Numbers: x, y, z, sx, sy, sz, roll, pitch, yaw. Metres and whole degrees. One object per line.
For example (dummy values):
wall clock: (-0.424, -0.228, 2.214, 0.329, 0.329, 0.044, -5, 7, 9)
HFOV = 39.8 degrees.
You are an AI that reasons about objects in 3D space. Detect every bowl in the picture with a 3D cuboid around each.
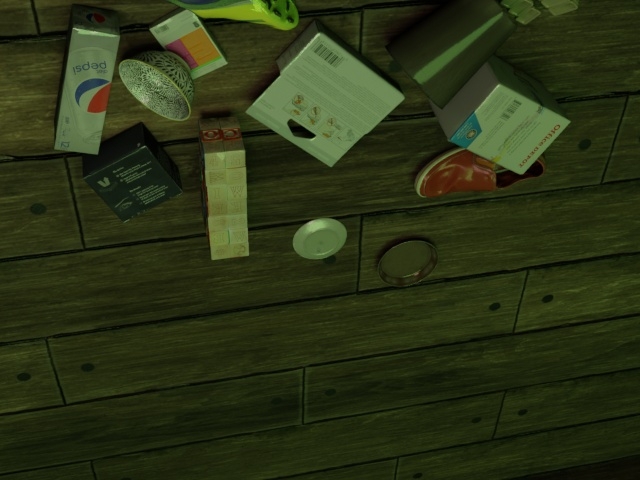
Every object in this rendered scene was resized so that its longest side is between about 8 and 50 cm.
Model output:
bowl: (-0.313, -0.328, 1.776, 0.170, 0.080, 0.170, 26, 157, 12)

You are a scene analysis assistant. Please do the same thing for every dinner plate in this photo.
dinner plate: (0.000, 0.000, 2.243, 0.141, 0.017, 0.141, -8, 135, -8)

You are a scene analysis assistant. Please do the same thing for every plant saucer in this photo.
plant saucer: (0.230, 0.055, 2.354, 0.169, 0.029, 0.168, -8, 133, -9)

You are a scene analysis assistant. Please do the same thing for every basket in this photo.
basket: (0.281, -0.415, 1.847, 0.227, 0.154, 0.204, -41, 137, 17)

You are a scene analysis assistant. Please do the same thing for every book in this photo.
book: (-0.265, -0.397, 1.779, 0.096, 0.035, 0.144, -25, 134, 11)

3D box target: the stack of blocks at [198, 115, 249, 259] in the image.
stack of blocks: (-0.217, -0.125, 1.951, 0.087, 0.171, 0.297, -7, 133, -11)

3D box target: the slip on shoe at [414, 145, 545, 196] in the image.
slip on shoe: (0.390, -0.168, 2.143, 0.332, 0.101, 0.123, -13, 136, -2)

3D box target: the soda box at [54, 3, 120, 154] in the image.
soda box: (-0.466, -0.314, 1.751, 0.091, 0.098, 0.286, 5, 130, -21)

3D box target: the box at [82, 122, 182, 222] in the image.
box: (-0.410, -0.147, 1.927, 0.156, 0.093, 0.158, -26, 135, 8)

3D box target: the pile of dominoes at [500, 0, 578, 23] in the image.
pile of dominoes: (0.430, -0.545, 1.798, 0.196, 0.040, 0.251, -9, 150, 45)

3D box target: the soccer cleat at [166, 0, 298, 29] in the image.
soccer cleat: (-0.170, -0.464, 1.702, 0.289, 0.093, 0.121, 8, 159, -41)

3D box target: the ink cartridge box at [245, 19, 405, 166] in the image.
ink cartridge box: (0.008, -0.311, 1.922, 0.275, 0.060, 0.239, 30, 119, -37)

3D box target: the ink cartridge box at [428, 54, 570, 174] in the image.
ink cartridge box: (0.398, -0.291, 1.980, 0.233, 0.168, 0.171, 21, 124, -31)
